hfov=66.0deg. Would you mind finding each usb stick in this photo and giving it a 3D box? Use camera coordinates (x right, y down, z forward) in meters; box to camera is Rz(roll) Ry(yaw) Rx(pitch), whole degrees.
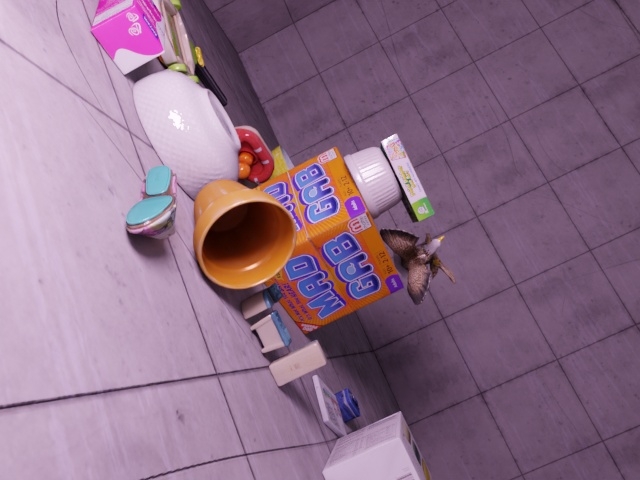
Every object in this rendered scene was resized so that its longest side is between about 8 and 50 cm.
[{"bbox_3d":[-0.445,-0.634,1.918,0.077,0.045,0.278,59,2,35],"label":"usb stick"}]

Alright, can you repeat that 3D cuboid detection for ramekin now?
[{"bbox_3d":[0.160,-0.177,1.462,0.207,0.108,0.207,63,6,-12],"label":"ramekin"}]

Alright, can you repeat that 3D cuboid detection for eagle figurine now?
[{"bbox_3d":[0.299,0.057,1.553,0.226,0.226,0.298,24,21,29],"label":"eagle figurine"}]

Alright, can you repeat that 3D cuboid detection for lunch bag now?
[{"bbox_3d":[0.084,0.510,1.538,0.099,0.065,0.067,61,6,-29],"label":"lunch bag"}]

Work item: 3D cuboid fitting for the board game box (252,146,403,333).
[{"bbox_3d":[0.000,0.000,1.569,0.357,0.356,0.356,59,8,-40],"label":"board game box"}]

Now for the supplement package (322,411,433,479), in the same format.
[{"bbox_3d":[0.151,0.575,1.201,0.200,0.197,0.262,64,6,10],"label":"supplement package"}]

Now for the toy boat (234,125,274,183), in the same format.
[{"bbox_3d":[-0.259,-0.275,1.711,0.231,0.150,0.151,56,40,-49],"label":"toy boat"}]

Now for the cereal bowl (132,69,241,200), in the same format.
[{"bbox_3d":[-0.294,-0.263,1.196,0.339,0.141,0.339,62,6,-12],"label":"cereal bowl"}]

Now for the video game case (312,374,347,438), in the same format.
[{"bbox_3d":[0.028,0.480,1.409,0.157,0.019,0.143,59,8,-43],"label":"video game case"}]

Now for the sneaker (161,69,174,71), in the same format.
[{"bbox_3d":[-0.400,-0.413,1.366,0.170,0.068,0.071,-6,85,-75],"label":"sneaker"}]

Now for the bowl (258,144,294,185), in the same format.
[{"bbox_3d":[-0.170,-0.237,2.074,0.290,0.155,0.289,63,6,-12],"label":"bowl"}]

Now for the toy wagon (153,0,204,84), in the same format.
[{"bbox_3d":[-0.445,-0.617,1.533,0.344,0.068,0.268,-28,106,-87],"label":"toy wagon"}]

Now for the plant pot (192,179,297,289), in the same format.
[{"bbox_3d":[-0.179,-0.034,1.039,0.188,0.205,0.205,47,-8,48],"label":"plant pot"}]

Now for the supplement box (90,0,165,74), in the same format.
[{"bbox_3d":[-0.429,-0.488,1.115,0.220,0.113,0.111,-108,171,-45],"label":"supplement box"}]

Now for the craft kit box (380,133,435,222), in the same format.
[{"bbox_3d":[0.251,-0.173,1.457,0.247,0.060,0.250,62,6,3],"label":"craft kit box"}]

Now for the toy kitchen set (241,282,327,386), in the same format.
[{"bbox_3d":[-0.078,0.203,1.166,0.207,0.122,0.166,64,6,0],"label":"toy kitchen set"}]

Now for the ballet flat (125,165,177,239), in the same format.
[{"bbox_3d":[-0.275,-0.052,0.837,0.222,0.076,0.079,-108,-171,-57],"label":"ballet flat"}]
